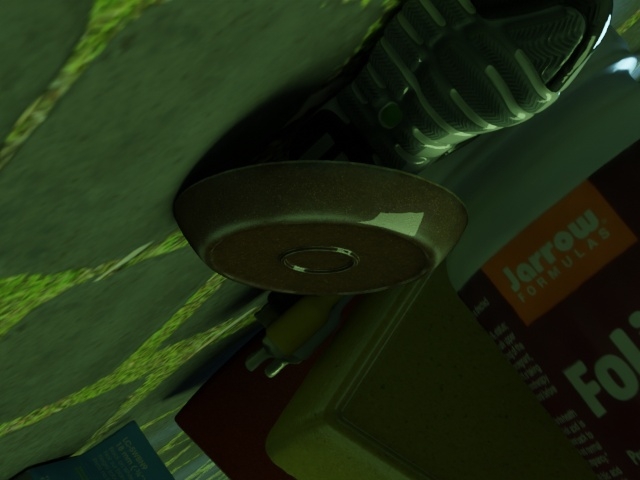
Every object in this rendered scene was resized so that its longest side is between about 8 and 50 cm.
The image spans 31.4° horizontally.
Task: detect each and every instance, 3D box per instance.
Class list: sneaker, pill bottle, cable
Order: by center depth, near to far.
[{"bbox_3d":[0.086,-0.100,0.639,0.229,0.086,0.132,-32,-179,45],"label":"sneaker"},{"bbox_3d":[0.231,0.032,0.798,0.224,0.392,0.224,-36,170,-8],"label":"pill bottle"},{"bbox_3d":[0.048,0.014,1.023,0.287,0.072,0.139,-39,175,17],"label":"cable"}]

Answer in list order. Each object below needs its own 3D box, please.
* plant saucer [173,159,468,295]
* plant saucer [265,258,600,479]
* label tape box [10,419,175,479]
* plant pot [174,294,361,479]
[{"bbox_3d":[0.000,0.000,0.648,0.168,0.029,0.168,1,159,0],"label":"plant saucer"},{"bbox_3d":[0.162,0.121,0.958,0.332,0.333,0.081,-56,160,-10],"label":"plant saucer"},{"bbox_3d":[-0.252,0.346,1.060,0.334,0.240,0.106,-34,168,-17],"label":"label tape box"},{"bbox_3d":[0.057,0.187,1.236,0.267,0.267,0.235,21,103,-55],"label":"plant pot"}]
